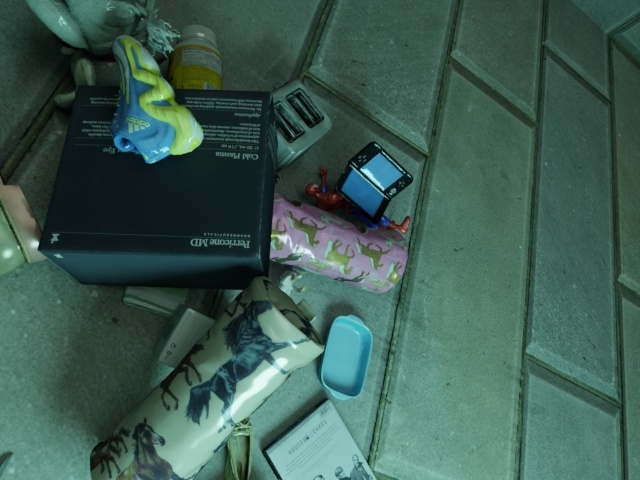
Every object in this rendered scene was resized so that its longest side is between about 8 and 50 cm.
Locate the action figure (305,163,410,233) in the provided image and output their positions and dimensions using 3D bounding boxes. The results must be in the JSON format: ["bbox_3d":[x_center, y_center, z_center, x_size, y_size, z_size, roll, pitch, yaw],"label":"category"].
[{"bbox_3d":[0.089,-0.112,1.310,0.281,0.091,0.139,17,70,-28],"label":"action figure"}]

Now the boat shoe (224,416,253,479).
[{"bbox_3d":[-0.149,0.376,0.988,0.056,0.048,0.152,14,65,-29],"label":"boat shoe"}]

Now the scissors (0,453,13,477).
[{"bbox_3d":[-0.513,0.442,0.723,0.109,0.021,0.297,59,35,-16],"label":"scissors"}]

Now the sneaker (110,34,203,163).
[{"bbox_3d":[-0.295,-0.220,0.844,0.126,0.091,0.240,-35,71,-11],"label":"sneaker"}]

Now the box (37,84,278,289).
[{"bbox_3d":[-0.257,-0.087,0.935,0.344,0.179,0.312,2,67,0],"label":"box"}]

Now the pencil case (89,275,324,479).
[{"bbox_3d":[-0.169,0.245,0.843,0.160,0.183,0.410,43,87,10],"label":"pencil case"}]

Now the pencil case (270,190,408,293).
[{"bbox_3d":[0.000,0.000,1.160,0.386,0.167,0.160,17,71,-27],"label":"pencil case"}]

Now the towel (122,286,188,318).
[{"bbox_3d":[-0.302,0.065,1.026,0.113,0.023,0.151,24,60,-24],"label":"towel"}]

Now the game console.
[{"bbox_3d":[0.127,-0.133,1.236,0.144,0.124,0.085,39,32,-20],"label":"game console"}]

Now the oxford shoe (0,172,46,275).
[{"bbox_3d":[-0.591,-0.120,0.843,0.147,0.140,0.396,-30,87,-30],"label":"oxford shoe"}]

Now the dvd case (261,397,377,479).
[{"bbox_3d":[0.012,0.469,1.069,0.179,0.030,0.238,-29,89,-37],"label":"dvd case"}]

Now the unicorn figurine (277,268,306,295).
[{"bbox_3d":[-0.072,0.107,1.122,0.060,0.111,0.162,49,67,-20],"label":"unicorn figurine"}]

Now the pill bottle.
[{"bbox_3d":[-0.270,-0.354,1.152,0.118,0.118,0.208,9,67,-30],"label":"pill bottle"}]

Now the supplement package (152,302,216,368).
[{"bbox_3d":[-0.197,0.203,0.974,0.179,0.105,0.105,32,76,-19],"label":"supplement package"}]

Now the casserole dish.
[{"bbox_3d":[0.052,0.256,1.174,0.114,0.037,0.188,28,60,-22],"label":"casserole dish"}]

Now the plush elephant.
[{"bbox_3d":[-0.423,-0.400,1.008,0.330,0.255,0.272,49,44,2],"label":"plush elephant"}]

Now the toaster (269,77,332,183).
[{"bbox_3d":[-0.084,-0.264,1.242,0.185,0.110,0.168,52,54,-6],"label":"toaster"}]
